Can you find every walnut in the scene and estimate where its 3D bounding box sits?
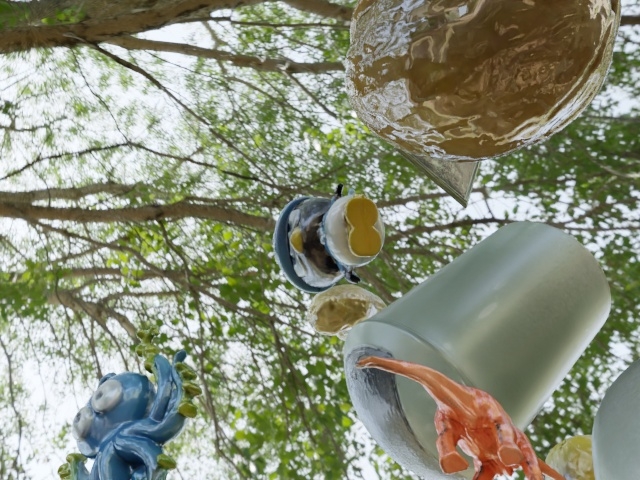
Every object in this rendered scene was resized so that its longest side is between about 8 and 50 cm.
[{"bbox_3d":[0.183,-0.239,0.669,0.332,0.333,0.333,-11,-66,-25],"label":"walnut"}]

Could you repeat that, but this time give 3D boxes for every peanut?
[{"bbox_3d":[0.075,0.184,1.344,0.147,0.147,0.305,-55,-32,1],"label":"peanut"}]

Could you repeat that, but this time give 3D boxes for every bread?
[{"bbox_3d":[0.609,0.526,1.190,0.170,0.197,0.197,2,-71,-18],"label":"bread"}]

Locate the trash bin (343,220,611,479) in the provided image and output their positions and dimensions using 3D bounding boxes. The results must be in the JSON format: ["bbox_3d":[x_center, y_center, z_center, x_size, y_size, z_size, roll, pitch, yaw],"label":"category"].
[{"bbox_3d":[0.242,0.170,0.856,0.432,0.280,0.281,-32,-58,-31],"label":"trash bin"}]

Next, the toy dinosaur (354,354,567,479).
[{"bbox_3d":[0.135,0.160,0.397,0.055,0.101,0.279,-37,-73,21],"label":"toy dinosaur"}]

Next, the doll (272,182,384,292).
[{"bbox_3d":[0.000,0.000,0.935,0.141,0.314,0.177,-4,-98,-25],"label":"doll"}]

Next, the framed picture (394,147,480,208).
[{"bbox_3d":[0.224,-0.164,0.999,0.183,0.011,0.142,37,-124,-17],"label":"framed picture"}]

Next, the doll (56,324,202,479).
[{"bbox_3d":[-0.311,0.317,0.801,0.098,0.341,0.346,35,-85,-33],"label":"doll"}]

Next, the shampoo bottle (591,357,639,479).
[{"bbox_3d":[0.462,0.262,0.550,0.322,0.317,0.323,1,-73,2],"label":"shampoo bottle"}]
